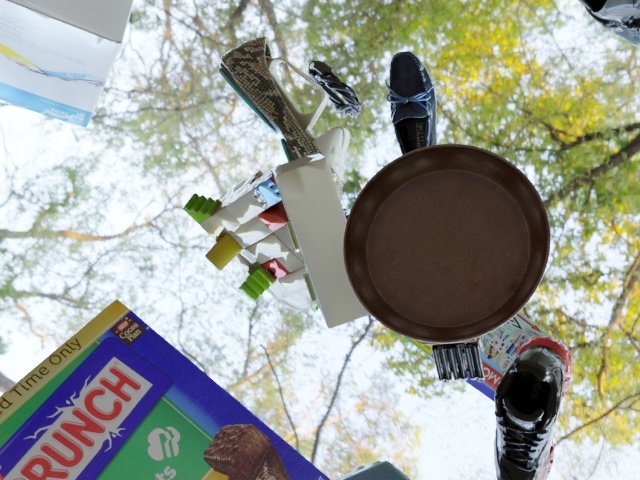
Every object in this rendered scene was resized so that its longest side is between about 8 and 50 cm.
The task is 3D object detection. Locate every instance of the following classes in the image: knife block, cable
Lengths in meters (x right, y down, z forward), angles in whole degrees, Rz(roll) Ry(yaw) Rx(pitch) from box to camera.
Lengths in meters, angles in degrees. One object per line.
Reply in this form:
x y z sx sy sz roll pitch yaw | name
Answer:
0.234 0.115 1.116 0.088 0.242 0.276 -7 -100 17 | knife block
0.039 -0.359 1.555 0.047 0.151 0.184 -40 -129 -7 | cable

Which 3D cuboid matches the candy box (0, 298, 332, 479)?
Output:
-0.181 0.256 0.612 0.317 0.122 0.268 38 -130 5 | candy box

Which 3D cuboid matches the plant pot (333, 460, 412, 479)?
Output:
0.082 0.536 1.107 0.247 0.248 0.252 -17 -109 -20 | plant pot

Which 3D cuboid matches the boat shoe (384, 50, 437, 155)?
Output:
0.193 -0.255 1.278 0.109 0.258 0.089 -14 -172 27 | boat shoe

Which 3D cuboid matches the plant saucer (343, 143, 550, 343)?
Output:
0.102 0.003 0.526 0.168 0.029 0.169 -6 -109 19 | plant saucer

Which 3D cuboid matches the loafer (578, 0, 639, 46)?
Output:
0.265 -0.245 0.598 0.267 0.096 0.084 44 -101 8 | loafer

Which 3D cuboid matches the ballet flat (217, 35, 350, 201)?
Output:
-0.047 -0.261 1.426 0.182 0.164 0.483 -33 -98 6 | ballet flat

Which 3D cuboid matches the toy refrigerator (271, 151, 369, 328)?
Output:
0.000 0.000 1.048 0.094 0.270 0.102 -20 -164 -4 | toy refrigerator

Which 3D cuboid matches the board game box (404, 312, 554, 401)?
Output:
0.380 0.231 1.523 0.214 0.317 0.046 -54 -171 2 | board game box

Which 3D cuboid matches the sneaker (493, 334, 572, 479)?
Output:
0.315 0.289 0.981 0.097 0.135 0.276 15 -78 30 | sneaker

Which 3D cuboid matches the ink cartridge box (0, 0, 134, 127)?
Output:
-0.440 -0.363 1.058 0.270 0.197 0.198 -34 -135 53 | ink cartridge box

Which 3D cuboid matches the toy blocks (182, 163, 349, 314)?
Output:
-0.054 -0.008 1.286 0.260 0.381 0.191 -26 -155 41 | toy blocks
